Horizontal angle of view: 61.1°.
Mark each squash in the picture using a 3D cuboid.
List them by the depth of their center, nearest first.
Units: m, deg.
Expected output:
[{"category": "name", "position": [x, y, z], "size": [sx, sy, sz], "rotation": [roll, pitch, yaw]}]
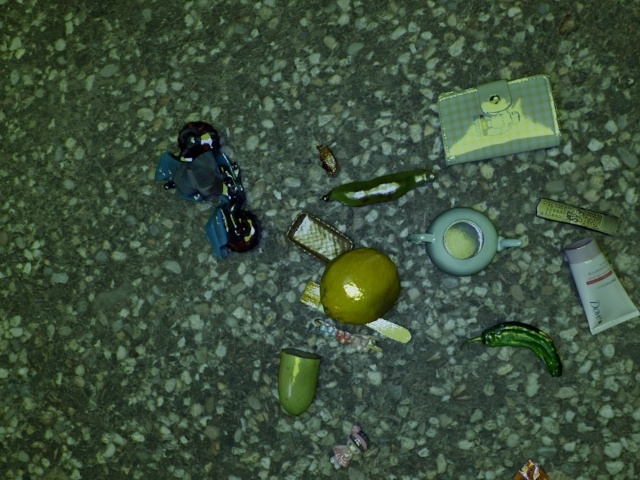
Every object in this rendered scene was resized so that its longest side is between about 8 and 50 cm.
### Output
[{"category": "squash", "position": [-0.066, 0.403, 1.535], "size": [0.123, 0.123, 0.186], "rotation": [8, 91, 10]}]

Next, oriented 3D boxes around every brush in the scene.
[{"category": "brush", "position": [0.104, 0.214, 1.563], "size": [0.337, 0.020, 0.085], "rotation": [25, 89, 9]}]

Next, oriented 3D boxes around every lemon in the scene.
[{"category": "lemon", "position": [0.106, 0.124, 1.466], "size": [0.260, 0.204, 0.204], "rotation": [-34, 80, -31]}]

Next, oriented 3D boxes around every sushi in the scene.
[{"category": "sushi", "position": [0.021, -0.234, 1.587], "size": [0.047, 0.050, 0.099], "rotation": [-28, 76, 1]}]

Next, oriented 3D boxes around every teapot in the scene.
[{"category": "teapot", "position": [0.383, 0.002, 1.474], "size": [0.295, 0.129, 0.193], "rotation": [4, 86, 9]}]

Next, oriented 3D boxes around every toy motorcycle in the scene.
[{"category": "toy motorcycle", "position": [-0.339, -0.136, 1.597], "size": [0.232, 0.172, 0.415], "rotation": [-26, 92, 13]}]

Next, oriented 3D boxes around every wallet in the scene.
[{"category": "wallet", "position": [0.491, -0.335, 1.511], "size": [0.310, 0.077, 0.223], "rotation": [-8, 89, 10]}]

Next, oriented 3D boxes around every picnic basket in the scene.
[{"category": "picnic basket", "position": [0.000, 0.000, 1.575], "size": [0.193, 0.055, 0.110], "rotation": [33, 93, 9]}]

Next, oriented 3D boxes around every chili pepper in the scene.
[{"category": "chili pepper", "position": [0.525, 0.279, 1.467], "size": [0.279, 0.065, 0.122], "rotation": [16, 85, 6]}]

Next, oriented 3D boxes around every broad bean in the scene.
[{"category": "broad bean", "position": [0.159, -0.143, 1.554], "size": [0.339, 0.061, 0.077], "rotation": [-10, 73, 8]}]

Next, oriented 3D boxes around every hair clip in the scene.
[{"category": "hair clip", "position": [0.079, 0.278, 1.547], "size": [0.214, 0.062, 0.056], "rotation": [15, 59, 5]}]

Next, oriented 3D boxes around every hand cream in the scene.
[{"category": "hand cream", "position": [0.735, 0.119, 1.443], "size": [0.133, 0.083, 0.247], "rotation": [-28, 92, 9]}]

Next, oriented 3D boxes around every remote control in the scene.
[{"category": "remote control", "position": [0.698, -0.065, 1.479], "size": [0.212, 0.028, 0.059], "rotation": [17, 93, 10]}]

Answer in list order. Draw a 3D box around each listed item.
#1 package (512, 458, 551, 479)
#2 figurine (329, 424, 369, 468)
[{"category": "package", "position": [0.579, 0.653, 1.452], "size": [0.110, 0.033, 0.077], "rotation": [45, 104, 14]}, {"category": "figurine", "position": [0.080, 0.585, 1.531], "size": [0.129, 0.054, 0.072], "rotation": [-46, 66, 11]}]
